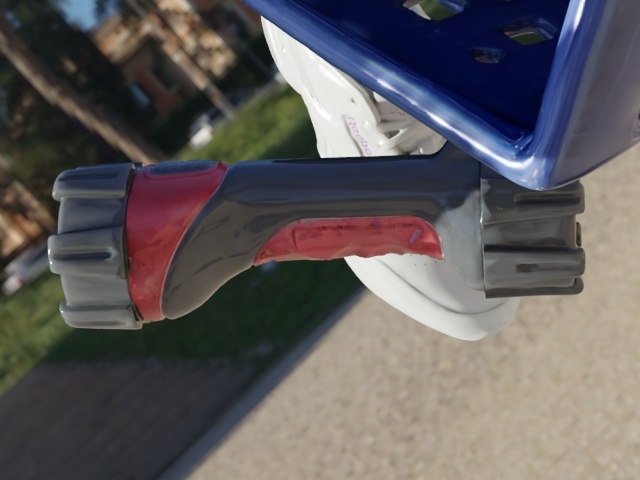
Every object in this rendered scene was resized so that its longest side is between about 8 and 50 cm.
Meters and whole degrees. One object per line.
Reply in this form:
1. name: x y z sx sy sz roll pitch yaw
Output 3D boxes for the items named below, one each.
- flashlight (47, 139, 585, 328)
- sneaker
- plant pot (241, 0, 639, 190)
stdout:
1. flashlight: 0.000 0.000 0.983 0.103 0.304 0.103 78 -167 -61
2. sneaker: 0.047 -0.068 1.138 0.114 0.305 0.152 -28 2 -8
3. plant pot: 0.111 -0.189 0.745 0.212 0.236 0.236 -18 -47 -39
